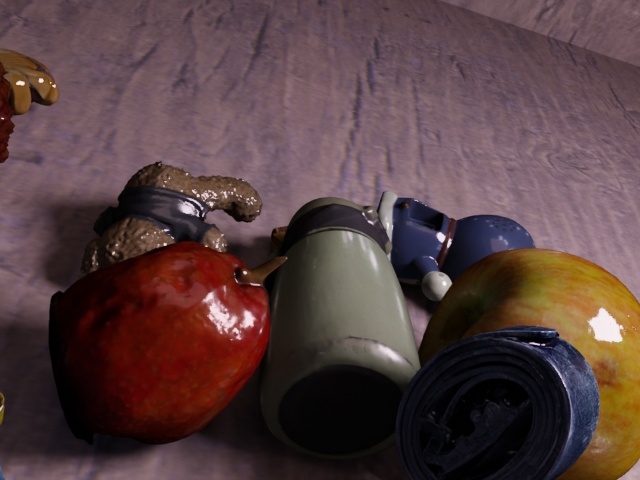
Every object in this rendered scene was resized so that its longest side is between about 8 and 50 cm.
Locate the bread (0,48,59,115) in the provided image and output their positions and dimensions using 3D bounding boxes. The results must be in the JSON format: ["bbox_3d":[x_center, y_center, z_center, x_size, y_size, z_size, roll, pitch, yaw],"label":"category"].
[{"bbox_3d":[-0.500,-0.223,1.083,0.225,0.081,0.134,-14,42,-40],"label":"bread"}]

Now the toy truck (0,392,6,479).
[{"bbox_3d":[-0.358,0.132,0.589,0.162,0.161,0.385,-19,51,-34],"label":"toy truck"}]

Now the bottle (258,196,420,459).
[{"bbox_3d":[0.017,0.076,0.879,0.169,0.168,0.347,15,31,-11],"label":"bottle"}]

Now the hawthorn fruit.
[{"bbox_3d":[-0.140,0.081,0.722,0.189,0.251,0.189,51,0,1],"label":"hawthorn fruit"}]

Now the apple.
[{"bbox_3d":[0.244,0.145,0.830,0.265,0.264,0.264,15,34,-10],"label":"apple"}]

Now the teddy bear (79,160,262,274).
[{"bbox_3d":[-0.194,-0.030,0.937,0.182,0.129,0.251,-6,28,27],"label":"teddy bear"}]

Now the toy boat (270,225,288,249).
[{"bbox_3d":[0.000,0.000,1.077,0.149,0.047,0.049,1,38,-28],"label":"toy boat"}]

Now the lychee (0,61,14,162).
[{"bbox_3d":[-0.488,-0.152,0.831,0.276,0.275,0.304,-2,21,-32],"label":"lychee"}]

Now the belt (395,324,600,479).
[{"bbox_3d":[0.154,0.157,0.672,0.082,0.190,0.141,-3,52,-50],"label":"belt"}]

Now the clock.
[{"bbox_3d":[0.185,0.024,1.069,0.244,0.146,0.199,16,28,5],"label":"clock"}]
